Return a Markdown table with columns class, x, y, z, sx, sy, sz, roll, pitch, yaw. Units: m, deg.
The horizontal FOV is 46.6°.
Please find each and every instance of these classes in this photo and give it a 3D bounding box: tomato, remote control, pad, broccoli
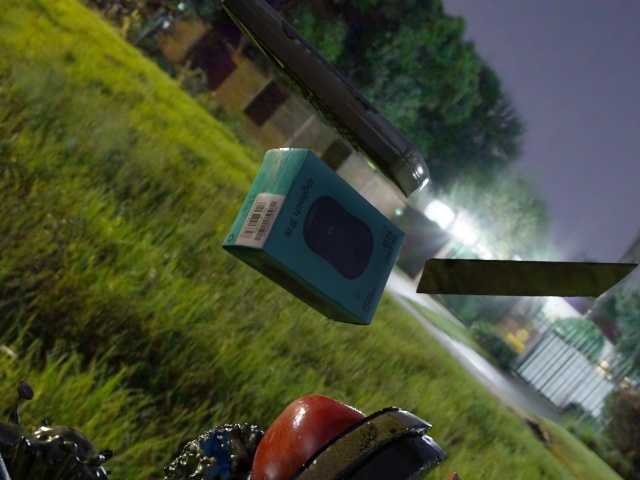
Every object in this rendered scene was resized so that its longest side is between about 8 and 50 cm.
| class | x | y | z | sx | sy | sz | roll | pitch | yaw |
| --- | --- | --- | --- | --- | --- | --- | --- | --- | --- |
| tomato | 0.006 | 0.275 | 0.933 | 0.187 | 0.187 | 0.151 | 43 | 22 | -34 |
| remote control | 0.009 | -0.192 | 0.967 | 0.344 | 0.050 | 0.145 | 48 | 4 | 19 |
| pad | 0.236 | 0.047 | 0.886 | 0.234 | 0.003 | 0.158 | 1 | -18 | 3 |
| broccoli | -0.130 | 0.330 | 0.981 | 0.167 | 0.155 | 0.160 | -16 | 36 | -38 |

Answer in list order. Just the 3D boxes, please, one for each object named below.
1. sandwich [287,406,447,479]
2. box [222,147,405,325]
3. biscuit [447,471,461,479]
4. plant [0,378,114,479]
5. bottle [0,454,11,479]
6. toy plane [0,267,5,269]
| class | x | y | z | sx | sy | sz | roll | pitch | yaw |
| --- | --- | --- | --- | --- | --- | --- | --- | --- | --- |
| sandwich | 0.034 | 0.263 | 0.742 | 0.079 | 0.159 | 0.235 | 30 | 16 | 31 |
| box | 0.000 | 0.000 | 1.335 | 0.118 | 0.205 | 0.311 | 7 | -24 | 47 |
| biscuit | 0.264 | 0.515 | 1.432 | 0.102 | 0.019 | 0.131 | 11 | 68 | -66 |
| plant | -0.504 | 0.444 | 1.258 | 0.251 | 0.333 | 0.180 | 33 | 4 | -14 |
| bottle | -0.383 | 0.288 | 0.832 | 0.244 | 0.082 | 0.072 | 53 | 8 | 30 |
| toy plane | -0.572 | 0.050 | 1.240 | 0.077 | 0.024 | 0.084 | 12 | 6 | 36 |
